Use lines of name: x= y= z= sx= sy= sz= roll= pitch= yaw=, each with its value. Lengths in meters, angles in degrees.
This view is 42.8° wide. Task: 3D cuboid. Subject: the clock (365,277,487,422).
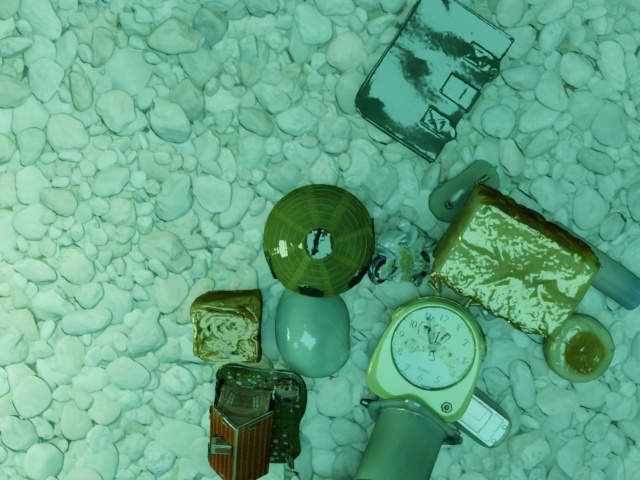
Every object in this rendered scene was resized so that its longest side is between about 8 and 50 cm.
clock: x=0.254 y=0.232 z=1.818 sx=0.235 sy=0.096 sz=0.307 roll=23 pitch=90 yaw=9

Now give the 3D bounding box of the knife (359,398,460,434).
knife: x=0.207 y=0.414 z=1.891 sx=0.248 sy=0.018 sz=0.035 roll=20 pitch=93 yaw=-3

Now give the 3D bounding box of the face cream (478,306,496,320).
face cream: x=0.442 y=0.115 z=1.843 sx=0.182 sy=0.051 sz=0.072 roll=-32 pitch=92 yaw=2

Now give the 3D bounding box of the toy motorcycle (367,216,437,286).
toy motorcycle: x=0.180 y=0.022 z=1.769 sx=0.074 sy=0.229 sz=0.151 roll=14 pitch=102 yaw=40

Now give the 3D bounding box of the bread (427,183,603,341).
bread: x=0.392 y=0.037 z=1.670 sx=0.279 sy=0.279 sz=0.207 roll=32 pitch=102 yaw=4

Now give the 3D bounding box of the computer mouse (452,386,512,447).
computer mouse: x=0.342 y=0.389 z=1.870 sx=0.199 sy=0.045 sz=0.102 roll=36 pitch=93 yaw=5

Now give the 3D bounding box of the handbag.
handbag: x=0.243 y=-0.359 z=1.782 sx=0.239 sy=0.089 sz=0.326 roll=34 pitch=94 yaw=-3

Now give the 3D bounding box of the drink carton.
drink carton: x=0.173 y=0.473 z=1.775 sx=0.185 sy=0.191 sz=0.189 roll=38 pitch=57 yaw=-27

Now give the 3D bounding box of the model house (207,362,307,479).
model house: x=-0.143 y=0.426 z=1.769 sx=0.207 sy=0.154 sz=0.293 roll=7 pitch=124 yaw=1

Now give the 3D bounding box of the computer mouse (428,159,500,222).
computer mouse: x=0.327 y=-0.111 z=1.822 sx=0.182 sy=0.056 sz=0.089 roll=-36 pitch=99 yaw=3

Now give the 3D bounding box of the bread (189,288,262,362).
bread: x=-0.203 y=0.190 z=1.812 sx=0.158 sy=0.143 sz=0.148 roll=-5 pitch=95 yaw=-3

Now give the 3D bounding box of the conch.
conch: x=-0.012 y=0.199 z=1.834 sx=0.185 sy=0.121 sz=0.221 roll=-22 pitch=90 yaw=-27

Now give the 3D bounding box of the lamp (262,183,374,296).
lamp: x=0.000 y=0.000 z=1.722 sx=0.250 sy=0.284 sz=0.250 roll=0 pitch=90 yaw=0

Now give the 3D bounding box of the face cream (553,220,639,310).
face cream: x=0.609 y=0.057 z=1.823 sx=0.250 sy=0.077 sz=0.077 roll=34 pitch=95 yaw=-2

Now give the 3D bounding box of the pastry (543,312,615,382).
pastry: x=0.578 y=0.241 z=1.836 sx=0.157 sy=0.092 sz=0.156 roll=0 pitch=99 yaw=1
